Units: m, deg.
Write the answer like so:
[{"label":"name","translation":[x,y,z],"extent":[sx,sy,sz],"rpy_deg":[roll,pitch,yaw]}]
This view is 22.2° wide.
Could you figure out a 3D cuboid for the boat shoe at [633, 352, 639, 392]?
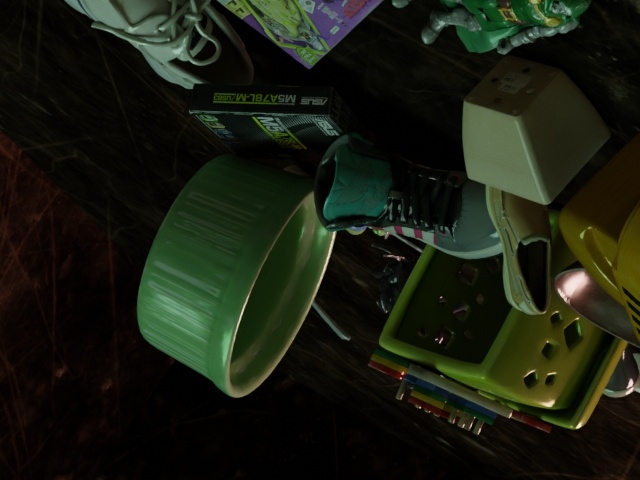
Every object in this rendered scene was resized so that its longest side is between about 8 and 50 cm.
[{"label":"boat shoe","translation":[0.479,0.205,2.174],"extent":[0.063,0.066,0.184],"rpy_deg":[26,173,-39]}]

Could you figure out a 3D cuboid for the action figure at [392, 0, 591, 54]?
[{"label":"action figure","translation":[0.158,-0.211,1.446],"extent":[0.137,0.063,0.232],"rpy_deg":[45,161,-27]}]

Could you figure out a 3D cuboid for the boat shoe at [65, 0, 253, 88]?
[{"label":"boat shoe","translation":[-0.177,-0.264,1.939],"extent":[0.156,0.136,0.367],"rpy_deg":[28,169,31]}]

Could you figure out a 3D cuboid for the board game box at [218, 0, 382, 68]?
[{"label":"board game box","translation":[-0.045,-0.289,1.708],"extent":[0.208,0.056,0.347],"rpy_deg":[40,167,-7]}]

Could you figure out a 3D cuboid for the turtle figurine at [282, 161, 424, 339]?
[{"label":"turtle figurine","translation":[0.000,0.000,2.338],"extent":[0.266,0.198,0.275],"rpy_deg":[25,161,52]}]

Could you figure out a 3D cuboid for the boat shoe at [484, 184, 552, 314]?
[{"label":"boat shoe","translation":[0.231,-0.011,1.806],"extent":[0.072,0.068,0.190],"rpy_deg":[-147,43,-76]}]

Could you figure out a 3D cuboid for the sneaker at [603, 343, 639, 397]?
[{"label":"sneaker","translation":[0.337,0.105,2.175],"extent":[0.222,0.083,0.118],"rpy_deg":[34,151,36]}]

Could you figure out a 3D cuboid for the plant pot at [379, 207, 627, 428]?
[{"label":"plant pot","translation":[0.248,0.095,2.001],"extent":[0.207,0.228,0.227],"rpy_deg":[33,170,-31]}]

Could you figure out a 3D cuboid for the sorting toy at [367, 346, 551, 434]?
[{"label":"sorting toy","translation":[0.152,0.194,1.997],"extent":[0.274,0.046,0.132],"rpy_deg":[25,176,-25]}]

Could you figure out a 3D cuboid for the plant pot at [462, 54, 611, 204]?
[{"label":"plant pot","translation":[0.200,-0.117,1.595],"extent":[0.109,0.109,0.096],"rpy_deg":[23,151,43]}]

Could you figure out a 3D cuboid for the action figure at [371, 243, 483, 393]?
[{"label":"action figure","translation":[0.167,0.110,2.476],"extent":[0.164,0.141,0.276],"rpy_deg":[30,143,58]}]

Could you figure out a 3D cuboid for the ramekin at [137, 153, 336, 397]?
[{"label":"ramekin","translation":[-0.109,0.036,2.106],"extent":[0.148,0.303,0.303],"rpy_deg":[24,165,15]}]

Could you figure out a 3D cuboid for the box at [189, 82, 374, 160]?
[{"label":"box","translation":[-0.045,-0.145,2.034],"extent":[0.184,0.045,0.190],"rpy_deg":[6,167,18]}]

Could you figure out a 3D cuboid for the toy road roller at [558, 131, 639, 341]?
[{"label":"toy road roller","translation":[0.367,0.037,1.534],"extent":[0.240,0.202,0.329],"rpy_deg":[41,169,37]}]

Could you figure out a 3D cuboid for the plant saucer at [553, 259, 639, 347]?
[{"label":"plant saucer","translation":[0.410,0.079,1.791],"extent":[0.310,0.050,0.310],"rpy_deg":[21,165,6]}]

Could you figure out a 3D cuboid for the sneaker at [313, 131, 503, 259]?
[{"label":"sneaker","translation":[0.095,-0.056,1.944],"extent":[0.178,0.124,0.295],"rpy_deg":[10,-179,-40]}]
